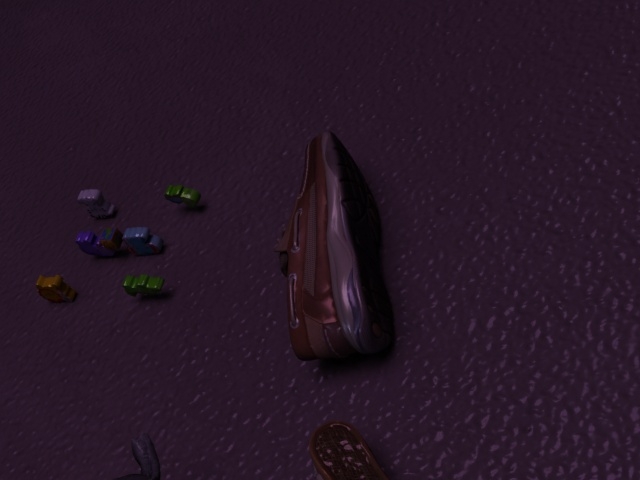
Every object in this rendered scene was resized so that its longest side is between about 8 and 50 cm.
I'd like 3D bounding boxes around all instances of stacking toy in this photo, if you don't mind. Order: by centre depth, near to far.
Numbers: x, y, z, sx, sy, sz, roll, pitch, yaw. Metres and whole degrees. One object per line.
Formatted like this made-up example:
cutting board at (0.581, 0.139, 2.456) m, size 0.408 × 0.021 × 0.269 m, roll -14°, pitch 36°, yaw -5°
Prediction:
stacking toy at (-0.276, 0.006, 1.419) m, size 0.221 × 0.052 × 0.167 m, roll -2°, pitch 54°, yaw 30°

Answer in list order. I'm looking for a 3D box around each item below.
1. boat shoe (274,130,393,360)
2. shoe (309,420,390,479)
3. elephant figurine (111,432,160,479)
boat shoe at (0.000, 0.000, 1.190) m, size 0.116 × 0.123 × 0.324 m, roll -22°, pitch 42°, yaw 18°
shoe at (0.051, 0.267, 0.970) m, size 0.077 × 0.058 × 0.219 m, roll -18°, pitch 45°, yaw -10°
elephant figurine at (-0.240, 0.346, 1.025) m, size 0.239 × 0.169 × 0.186 m, roll -32°, pitch 11°, yaw 28°
